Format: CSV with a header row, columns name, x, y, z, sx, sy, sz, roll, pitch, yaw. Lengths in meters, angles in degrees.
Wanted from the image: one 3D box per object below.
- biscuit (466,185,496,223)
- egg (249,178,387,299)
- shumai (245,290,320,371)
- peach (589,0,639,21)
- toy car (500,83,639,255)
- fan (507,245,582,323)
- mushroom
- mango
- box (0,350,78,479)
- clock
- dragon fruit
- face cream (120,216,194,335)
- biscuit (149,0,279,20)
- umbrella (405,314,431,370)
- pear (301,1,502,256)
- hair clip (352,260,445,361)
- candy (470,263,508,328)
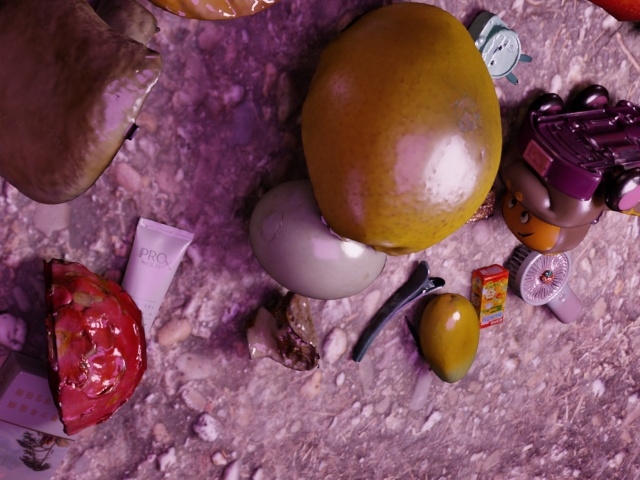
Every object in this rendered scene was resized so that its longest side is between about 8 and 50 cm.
name,x,y,z,sx,sy,sz,roll,pitch,yaw
biscuit,0.237,-0.050,1.638,0.199,0.034,0.064,-19,123,-22
egg,0.000,0.000,1.428,0.253,0.186,0.186,22,102,-39
shumai,-0.070,0.161,1.513,0.116,0.145,0.145,-9,119,-19
peach,0.487,-0.505,1.326,0.388,0.388,0.388,-14,121,-24
toy car,0.487,-0.112,1.633,0.341,0.271,0.240,-10,137,-26
fan,0.469,0.093,1.824,0.130,0.074,0.244,-48,129,-1
mushroom,-0.327,-0.198,1.115,0.292,0.217,0.212,-46,125,-1
mango,0.250,0.189,1.731,0.130,0.092,0.194,-21,119,-34
box,-0.466,0.301,1.392,0.149,0.067,0.233,29,97,-35
clock,0.300,-0.321,1.528,0.135,0.041,0.101,22,102,-36
dragon fruit,-0.330,0.149,1.303,0.189,0.163,0.261,-13,97,-42
face cream,-0.280,0.088,1.399,0.092,0.058,0.243,17,99,-29
biscuit,-0.142,-0.436,1.173,0.296,0.102,0.296,-11,119,-21
umbrella,0.192,0.198,1.755,0.022,0.022,0.148,-14,119,20
pear,0.156,-0.172,1.329,0.340,0.191,0.386,17,76,-39
hair clip,0.133,0.137,1.681,0.229,0.039,0.070,-45,128,3
candy,0.333,0.111,1.776,0.062,0.038,0.121,-13,121,-24
